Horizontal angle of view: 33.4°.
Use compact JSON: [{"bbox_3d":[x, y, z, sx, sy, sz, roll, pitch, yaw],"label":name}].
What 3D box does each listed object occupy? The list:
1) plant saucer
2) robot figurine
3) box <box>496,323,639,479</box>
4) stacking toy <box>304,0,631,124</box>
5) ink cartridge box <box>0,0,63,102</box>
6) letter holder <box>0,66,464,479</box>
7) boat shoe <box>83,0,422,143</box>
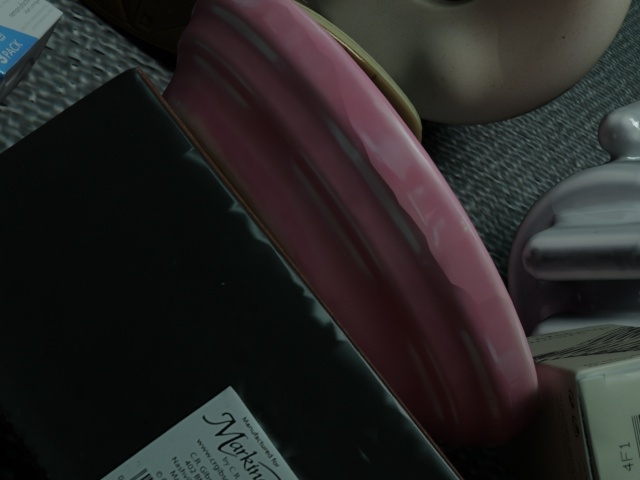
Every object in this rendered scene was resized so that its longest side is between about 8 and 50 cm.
[{"bbox_3d":[0.000,0.000,0.665,0.084,0.332,0.332,-33,73,-10],"label":"plant saucer"},{"bbox_3d":[0.298,0.021,0.954,0.353,0.200,0.300,-14,103,-56],"label":"robot figurine"},{"bbox_3d":[0.180,0.107,0.660,0.113,0.275,0.094,-10,88,-3],"label":"box"},{"bbox_3d":[0.217,-0.348,1.131,0.350,0.350,0.480,46,39,6],"label":"stacking toy"},{"bbox_3d":[-0.282,-0.166,0.722,0.181,0.061,0.104,33,35,-12],"label":"ink cartridge box"},{"bbox_3d":[-0.061,0.098,0.584,0.152,0.214,0.302,-36,76,-10],"label":"letter holder"},{"bbox_3d":[-0.052,-0.184,0.924,0.342,0.123,0.123,32,36,-3],"label":"boat shoe"}]
